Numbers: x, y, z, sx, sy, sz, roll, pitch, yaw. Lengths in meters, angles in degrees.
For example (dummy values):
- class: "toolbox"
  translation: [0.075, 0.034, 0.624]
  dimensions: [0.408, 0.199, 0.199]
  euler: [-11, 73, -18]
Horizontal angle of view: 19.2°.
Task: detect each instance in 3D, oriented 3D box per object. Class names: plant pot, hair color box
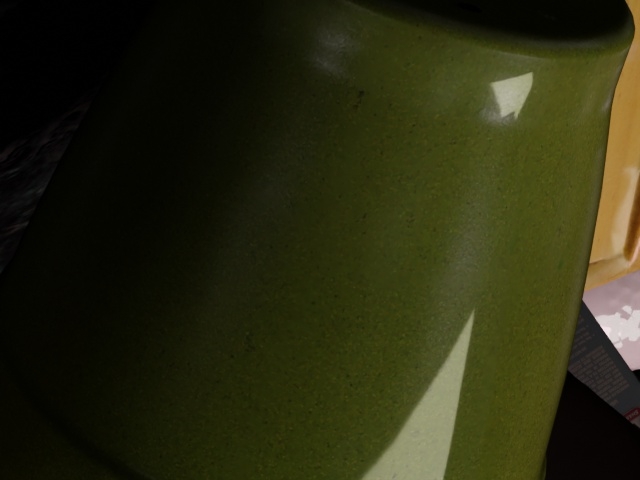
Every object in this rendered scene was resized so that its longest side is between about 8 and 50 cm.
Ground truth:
- class: "plant pot"
  translation: [0.007, -0.013, 1.077]
  dimensions: [0.366, 0.366, 0.353]
  euler: [-17, 135, -51]
- class: "hair color box"
  translation: [0.224, 0.097, 2.008]
  dimensions: [0.114, 0.374, 0.185]
  euler: [-33, 168, -1]

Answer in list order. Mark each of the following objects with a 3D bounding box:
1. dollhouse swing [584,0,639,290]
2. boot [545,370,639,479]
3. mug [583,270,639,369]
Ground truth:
- class: "dollhouse swing"
  translation: [0.065, -0.091, 1.449]
  dimensions: [0.347, 0.315, 0.305]
  euler: [-19, 123, -20]
- class: "boot"
  translation: [0.242, 0.145, 1.771]
  dimensions: [0.367, 0.445, 0.146]
  euler: [-51, 156, 15]
- class: "mug"
  translation: [0.380, -0.012, 2.343]
  dimensions: [0.328, 0.276, 0.374]
  euler: [-17, 131, -31]
